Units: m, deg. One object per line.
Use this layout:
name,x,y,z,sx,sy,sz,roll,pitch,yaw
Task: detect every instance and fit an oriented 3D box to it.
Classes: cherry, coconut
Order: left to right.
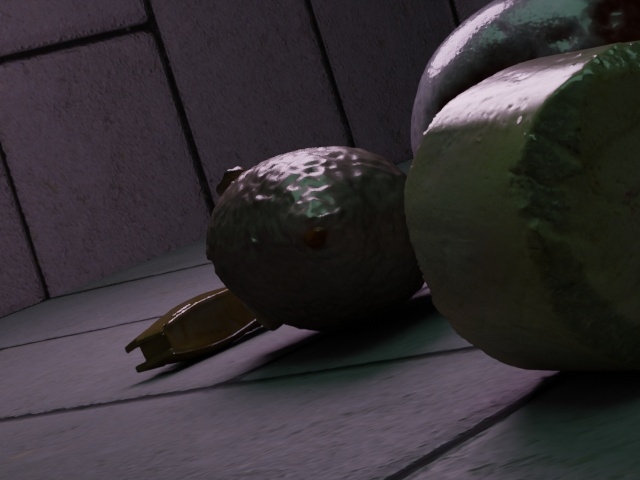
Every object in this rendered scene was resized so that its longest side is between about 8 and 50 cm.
cherry,0.256,-0.128,1.941,0.326,0.291,0.335,-24,-10,-9
coconut,0.184,-0.021,1.233,0.239,0.239,0.244,-19,5,-21

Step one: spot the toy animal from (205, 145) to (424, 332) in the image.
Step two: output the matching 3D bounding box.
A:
toy animal,-0.002,0.000,1.770,0.226,0.188,0.358,-9,-6,9

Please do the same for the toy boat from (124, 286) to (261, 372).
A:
toy boat,-0.133,0.096,1.962,0.206,0.064,0.072,-22,-7,-44
